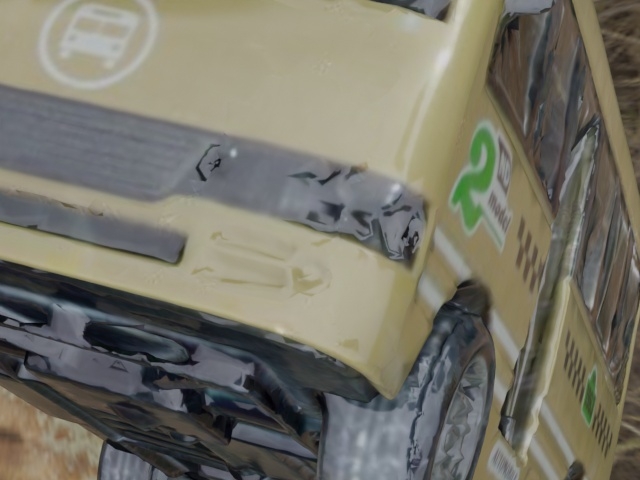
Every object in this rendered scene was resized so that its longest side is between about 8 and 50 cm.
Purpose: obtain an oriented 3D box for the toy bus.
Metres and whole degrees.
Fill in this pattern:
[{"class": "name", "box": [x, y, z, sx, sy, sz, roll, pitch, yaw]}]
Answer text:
[{"class": "toy bus", "box": [0.000, 0.000, 0.548, 0.177, 0.365, 0.202, 14, 75, 18]}]
